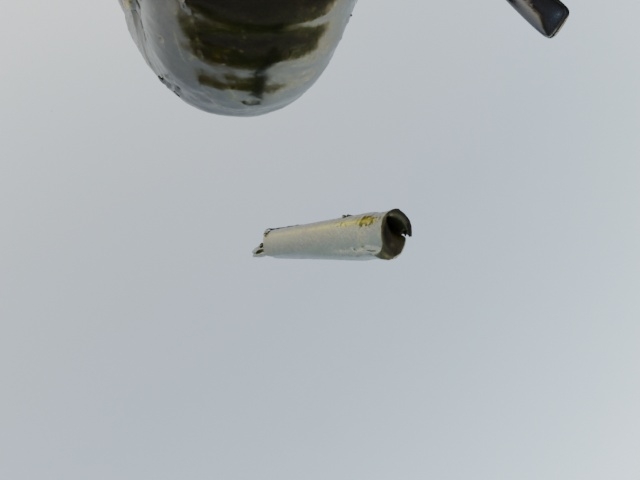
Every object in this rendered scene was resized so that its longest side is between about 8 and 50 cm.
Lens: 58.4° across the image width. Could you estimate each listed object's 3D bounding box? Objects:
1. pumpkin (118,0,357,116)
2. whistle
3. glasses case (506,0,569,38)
[{"bbox_3d":[-0.123,-0.402,0.807,0.344,0.454,0.453,-19,-71,-21],"label":"pumpkin"},{"bbox_3d":[-0.001,-0.001,0.825,0.068,0.327,0.057,-34,-74,-32],"label":"whistle"},{"bbox_3d":[0.213,-0.241,0.577,0.023,0.083,0.033,-17,-27,-34],"label":"glasses case"}]
